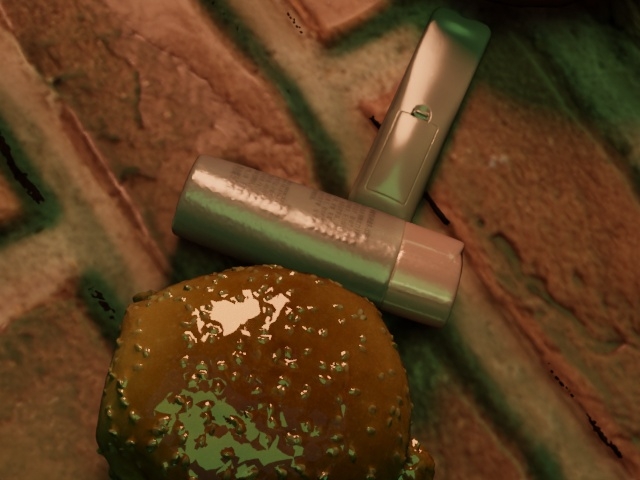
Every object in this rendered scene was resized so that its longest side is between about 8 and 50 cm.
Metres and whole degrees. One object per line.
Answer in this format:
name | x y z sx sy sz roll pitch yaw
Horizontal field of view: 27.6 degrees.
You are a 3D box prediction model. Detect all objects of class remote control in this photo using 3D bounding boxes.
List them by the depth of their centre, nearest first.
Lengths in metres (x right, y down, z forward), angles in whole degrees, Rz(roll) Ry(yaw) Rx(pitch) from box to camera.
remote control | 0.076 -0.095 0.961 0.050 0.027 0.184 24 68 2

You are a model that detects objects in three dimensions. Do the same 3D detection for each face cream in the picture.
face cream | 0.000 0.000 0.896 0.198 0.057 0.084 21 34 0

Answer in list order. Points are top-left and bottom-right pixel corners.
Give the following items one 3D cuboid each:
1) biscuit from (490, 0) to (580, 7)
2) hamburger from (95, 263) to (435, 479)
biscuit | 0.206 -0.360 0.988 0.394 0.070 0.350 -35 71 2
hamburger | -0.029 0.111 0.822 0.215 0.122 0.189 10 67 -7
